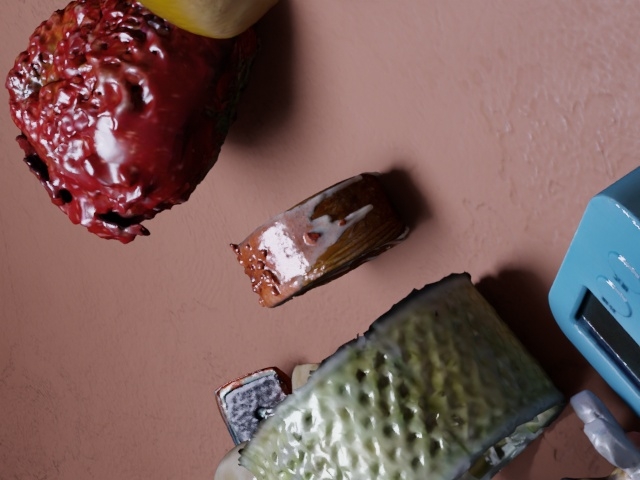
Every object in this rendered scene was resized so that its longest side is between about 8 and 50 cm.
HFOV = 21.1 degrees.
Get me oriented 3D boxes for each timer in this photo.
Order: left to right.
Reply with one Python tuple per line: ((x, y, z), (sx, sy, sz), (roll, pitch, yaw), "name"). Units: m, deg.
((0.279, 0.081, 1.335), (0.232, 0.091, 0.250), (49, 151, 18), "timer")

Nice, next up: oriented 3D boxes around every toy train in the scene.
((0.011, 0.324, 1.872), (0.086, 0.089, 0.409), (-25, 92, 17), "toy train")

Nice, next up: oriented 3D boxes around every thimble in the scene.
((0.076, 0.166, 1.519), (0.150, 0.271, 0.271), (51, 146, 13), "thimble")

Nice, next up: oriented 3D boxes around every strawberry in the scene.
((-0.189, -0.138, 1.649), (0.220, 0.274, 0.274), (21, 139, 1), "strawberry")

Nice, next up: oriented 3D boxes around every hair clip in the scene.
((0.290, 0.226, 1.403), (0.257, 0.075, 0.146), (39, 174, 23), "hair clip")

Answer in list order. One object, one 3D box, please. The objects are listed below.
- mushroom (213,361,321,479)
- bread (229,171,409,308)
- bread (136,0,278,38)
((-0.006, 0.224, 1.739), (0.207, 0.207, 0.215), (138, 138, -57), "mushroom")
((0.000, 0.000, 1.595), (0.073, 0.160, 0.160), (62, 147, 3), "bread")
((-0.148, -0.373, 1.439), (0.376, 0.253, 0.348), (42, 135, 25), "bread")
